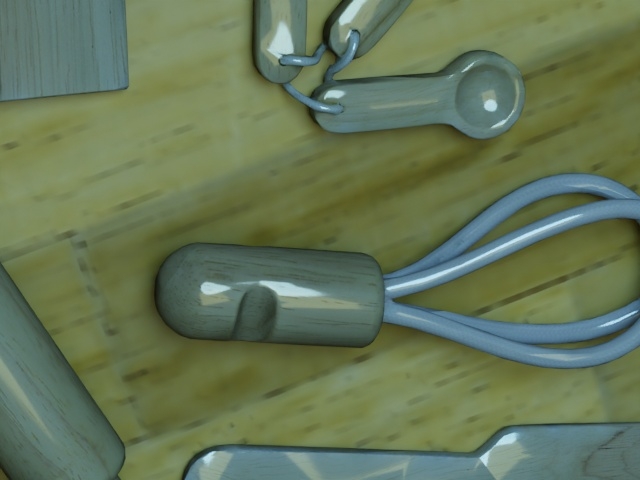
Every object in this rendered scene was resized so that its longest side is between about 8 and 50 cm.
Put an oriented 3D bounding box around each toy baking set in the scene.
[{"bbox_3d":[-0.007,0.002,0.498,0.196,0.030,0.256,-29,109,-6],"label":"toy baking set"}]
